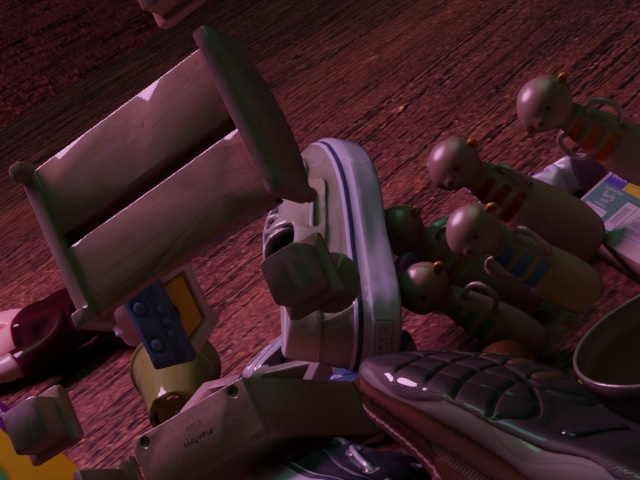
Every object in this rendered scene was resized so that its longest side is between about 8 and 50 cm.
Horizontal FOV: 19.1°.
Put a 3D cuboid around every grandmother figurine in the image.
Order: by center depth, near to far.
[{"bbox_3d":[-0.307,0.098,2.017,0.342,0.104,0.208,-20,25,22],"label":"grandmother figurine"}]

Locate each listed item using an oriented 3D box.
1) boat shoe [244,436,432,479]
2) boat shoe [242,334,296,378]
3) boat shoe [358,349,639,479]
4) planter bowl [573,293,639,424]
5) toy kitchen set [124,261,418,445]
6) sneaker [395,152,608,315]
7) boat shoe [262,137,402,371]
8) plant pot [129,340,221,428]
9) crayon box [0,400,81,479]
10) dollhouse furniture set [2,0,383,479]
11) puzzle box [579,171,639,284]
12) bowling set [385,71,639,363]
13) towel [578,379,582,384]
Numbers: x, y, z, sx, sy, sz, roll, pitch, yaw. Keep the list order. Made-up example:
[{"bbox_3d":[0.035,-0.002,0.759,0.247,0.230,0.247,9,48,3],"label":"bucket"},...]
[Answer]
[{"bbox_3d":[0.043,0.184,1.239,0.102,0.108,0.301,-29,10,-15],"label":"boat shoe"},{"bbox_3d":[-0.034,0.100,1.736,0.035,0.035,0.100,-1,33,47],"label":"boat shoe"},{"bbox_3d":[0.125,0.148,1.117,0.123,0.116,0.324,-1,15,-33],"label":"boat shoe"},{"bbox_3d":[0.254,0.097,1.197,0.162,0.109,0.162,-22,15,6],"label":"planter bowl"},{"bbox_3d":[-0.050,0.086,1.557,0.207,0.166,0.122,-16,17,26],"label":"toy kitchen set"},{"bbox_3d":[0.154,0.001,1.704,0.236,0.095,0.104,-27,9,-29],"label":"sneaker"},{"bbox_3d":[0.000,0.000,1.566,0.094,0.109,0.302,4,28,-11],"label":"boat shoe"},{"bbox_3d":[-0.128,0.135,1.694,0.083,0.083,0.079,-22,29,6],"label":"plant pot"},{"bbox_3d":[-0.410,0.194,1.460,0.363,0.106,0.313,36,50,23],"label":"crayon box"},{"bbox_3d":[-0.116,0.017,1.428,0.303,0.355,0.174,-32,-20,23],"label":"dollhouse furniture set"},{"bbox_3d":[0.343,-0.066,1.478,0.272,0.052,0.409,-42,9,2],"label":"puzzle box"},{"bbox_3d":[0.131,0.015,1.464,0.287,0.154,0.200,-55,8,49],"label":"bowling set"},{"bbox_3d":[0.258,0.085,1.338,0.237,0.021,0.102,-29,11,15],"label":"towel"}]
